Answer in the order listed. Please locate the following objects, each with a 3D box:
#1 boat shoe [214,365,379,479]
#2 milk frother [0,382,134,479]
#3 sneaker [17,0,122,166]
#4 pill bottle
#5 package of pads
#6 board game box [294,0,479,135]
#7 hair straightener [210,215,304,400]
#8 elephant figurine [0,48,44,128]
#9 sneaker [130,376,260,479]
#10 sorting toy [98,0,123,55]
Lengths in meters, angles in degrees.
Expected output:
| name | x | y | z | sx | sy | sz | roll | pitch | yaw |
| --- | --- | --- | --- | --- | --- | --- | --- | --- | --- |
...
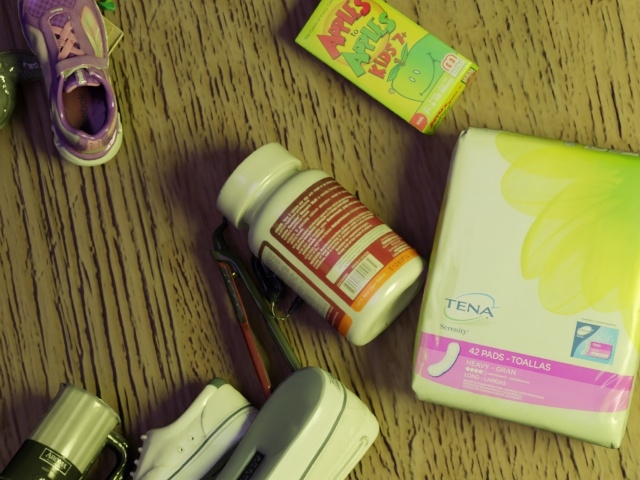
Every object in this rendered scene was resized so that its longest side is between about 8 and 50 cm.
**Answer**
| name | x | y | z | sx | sy | sz | roll | pitch | yaw |
| --- | --- | --- | --- | --- | --- | --- | --- | --- | --- |
| boat shoe | -0.059 | 0.321 | 1.370 | 0.367 | 0.156 | 0.136 | -55 | 29 | -9 |
| milk frother | -0.305 | 0.258 | 1.486 | 0.143 | 0.129 | 0.134 | -7 | 43 | 52 |
| sneaker | -0.282 | -0.203 | 1.452 | 0.095 | 0.104 | 0.236 | -15 | 94 | -10 |
| pill bottle | 0.000 | 0.000 | 1.369 | 0.221 | 0.121 | 0.121 | 42 | 102 | 14 |
| package of pads | 0.224 | 0.042 | 1.306 | 0.229 | 0.101 | 0.296 | 12 | 92 | 17 |
| board game box | 0.072 | -0.204 | 1.389 | 0.181 | 0.043 | 0.092 | 37 | 101 | 15 |
| hair straightener | -0.057 | 0.069 | 1.437 | 0.089 | 0.047 | 0.230 | -21 | 76 | -4 |
| elephant figurine | -0.446 | -0.166 | 1.513 | 0.239 | 0.169 | 0.186 | 26 | 127 | 1 |
| sneaker | -0.174 | 0.263 | 1.449 | 0.258 | 0.094 | 0.091 | -43 | 66 | 5 |
| sorting toy | -0.264 | -0.253 | 1.518 | 0.062 | 0.012 | 0.083 | 40 | 101 | 12 |
